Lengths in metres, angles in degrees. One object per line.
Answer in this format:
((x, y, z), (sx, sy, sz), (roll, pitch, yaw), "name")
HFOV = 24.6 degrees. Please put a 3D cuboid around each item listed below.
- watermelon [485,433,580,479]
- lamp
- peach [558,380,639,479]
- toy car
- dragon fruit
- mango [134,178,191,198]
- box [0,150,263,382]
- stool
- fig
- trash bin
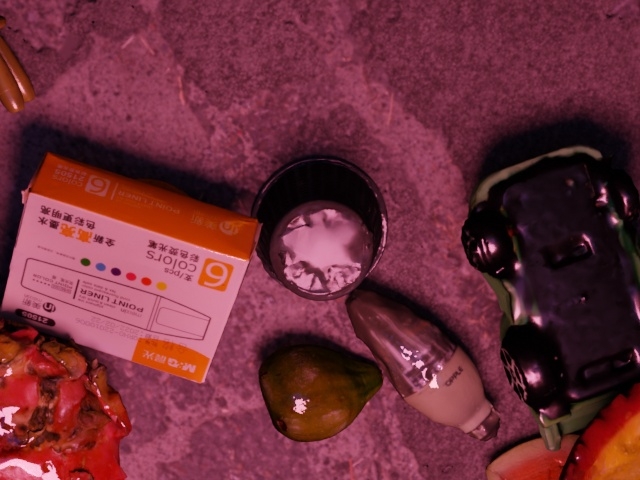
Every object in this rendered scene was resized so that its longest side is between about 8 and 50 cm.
((0.297, 0.322, 1.856), (0.145, 0.137, 0.193), (29, 100, 32), "watermelon")
((0.126, 0.153, 1.808), (0.101, 0.101, 0.250), (-44, 99, 7), "lamp")
((0.467, 0.308, 1.653), (0.405, 0.335, 0.310), (-29, 137, 8), "peach")
((0.300, 0.074, 1.763), (0.213, 0.176, 0.359), (-21, 92, -6), "toy car")
((-0.377, 0.222, 1.711), (0.250, 0.269, 0.291), (-17, 129, 27), "dragon fruit")
((-0.198, -0.034, 1.786), (0.114, 0.057, 0.079), (25, 104, 2), "mango")
((-0.227, 0.034, 1.738), (0.273, 0.091, 0.221), (16, 129, -4), "box")
((-0.406, -0.196, 1.719), (0.135, 0.134, 0.111), (-32, 108, -41), "stool")
((0.006, 0.182, 1.804), (0.156, 0.123, 0.123), (-16, 101, -11), "fig")
((0.000, 0.000, 1.745), (0.175, 0.161, 0.176), (0, 103, -1), "trash bin")
